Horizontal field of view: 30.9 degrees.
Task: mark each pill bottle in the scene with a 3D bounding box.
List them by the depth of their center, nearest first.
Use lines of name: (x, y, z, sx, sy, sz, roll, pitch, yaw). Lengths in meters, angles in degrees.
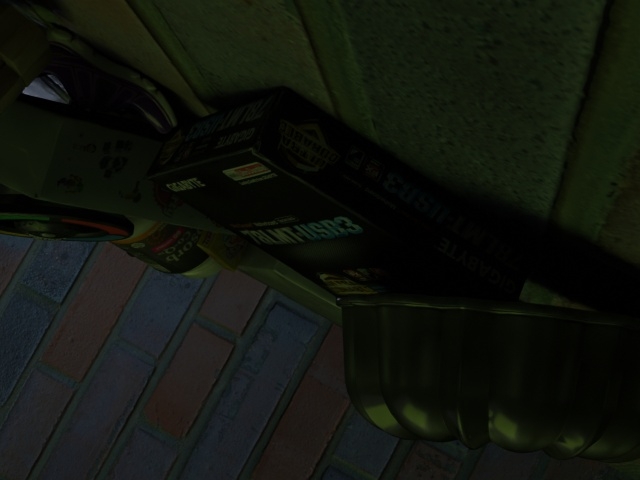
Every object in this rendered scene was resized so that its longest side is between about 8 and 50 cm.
pill bottle: (-0.245, -0.040, 1.813, 0.162, 0.162, 0.278, 25, 173, 27)

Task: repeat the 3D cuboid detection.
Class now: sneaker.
sneaker: (-0.233, -0.158, 1.242, 0.170, 0.071, 0.068, 29, 174, -13)

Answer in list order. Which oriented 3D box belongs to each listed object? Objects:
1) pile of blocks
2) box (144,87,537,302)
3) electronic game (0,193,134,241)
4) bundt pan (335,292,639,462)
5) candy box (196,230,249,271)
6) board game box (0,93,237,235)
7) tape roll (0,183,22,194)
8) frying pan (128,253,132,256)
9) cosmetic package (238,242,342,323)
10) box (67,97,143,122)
pile of blocks: (-0.404, -0.215, 1.199, 0.149, 0.112, 0.362, 47, 167, -35)
box: (0.008, -0.025, 1.120, 0.293, 0.073, 0.295, 31, 165, -23)
electronic game: (-0.366, -0.023, 1.554, 0.229, 0.048, 0.229, 3, 172, 1)
bundt pan: (0.170, 0.128, 1.051, 0.331, 0.124, 0.331, 7, 172, 1)
candy box: (-0.138, -0.017, 1.783, 0.027, 0.105, 0.206, 27, 174, 10)
board game box: (-0.253, -0.095, 1.348, 0.224, 0.097, 0.303, 23, -173, 40)
tape roll: (-0.526, -0.212, 1.561, 0.392, 0.072, 0.392, 46, 176, 4)
frying pan: (-0.315, -0.037, 2.031, 0.197, 0.053, 0.326, 31, -156, -43)
cosmetic package: (0.028, 0.073, 1.821, 0.284, 0.097, 0.377, 28, 174, -13)
box: (-0.304, -0.117, 1.590, 0.091, 0.130, 0.170, 26, 173, 6)
